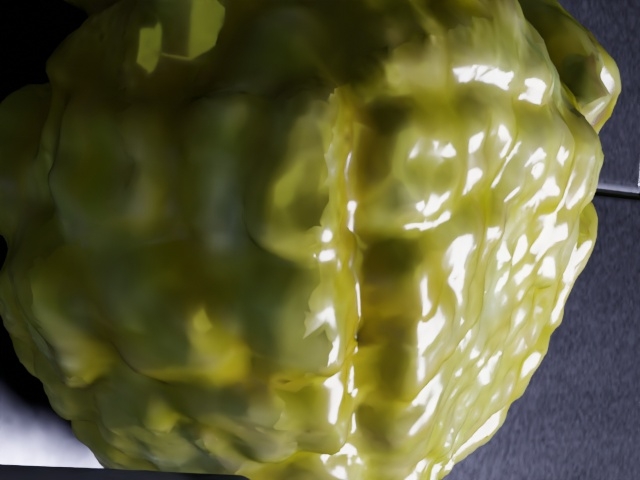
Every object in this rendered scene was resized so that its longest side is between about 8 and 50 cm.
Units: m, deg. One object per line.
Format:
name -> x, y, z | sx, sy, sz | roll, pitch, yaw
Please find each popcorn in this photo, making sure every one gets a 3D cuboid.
popcorn -> 0.000, 0.000, 0.671 | 0.286, 0.174, 0.225 | -4, 112, -64

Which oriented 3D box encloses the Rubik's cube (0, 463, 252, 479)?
Rubik's cube -> -0.188, 0.207, 0.297 | 0.304, 0.301, 0.305 | -10, 96, -52
